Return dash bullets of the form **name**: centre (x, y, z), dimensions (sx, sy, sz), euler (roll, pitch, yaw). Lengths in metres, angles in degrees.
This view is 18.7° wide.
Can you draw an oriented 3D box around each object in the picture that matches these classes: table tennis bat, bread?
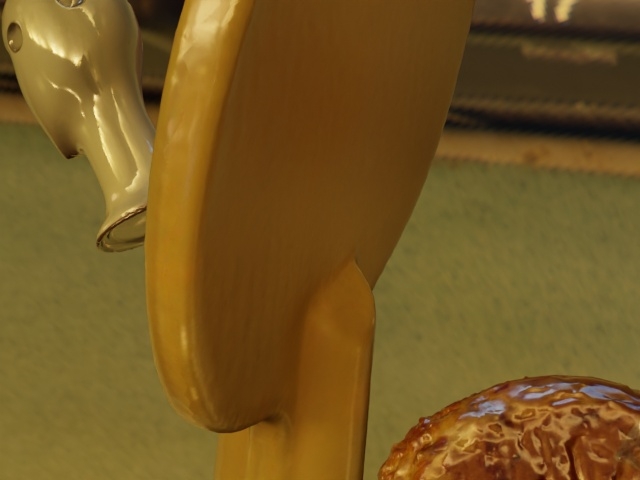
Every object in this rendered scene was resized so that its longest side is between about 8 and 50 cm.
- **table tennis bat**: centre (0.000, 0.000, 0.555), dimensions (0.050, 0.321, 0.198), euler (18, 36, 15)
- **bread**: centre (0.108, 0.144, 0.817), dimensions (0.193, 0.064, 0.193), euler (4, 68, -9)

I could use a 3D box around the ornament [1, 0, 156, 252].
- **ornament**: centre (-0.121, -0.075, 1.037), dimensions (0.081, 0.075, 0.156), euler (-36, 74, 37)
